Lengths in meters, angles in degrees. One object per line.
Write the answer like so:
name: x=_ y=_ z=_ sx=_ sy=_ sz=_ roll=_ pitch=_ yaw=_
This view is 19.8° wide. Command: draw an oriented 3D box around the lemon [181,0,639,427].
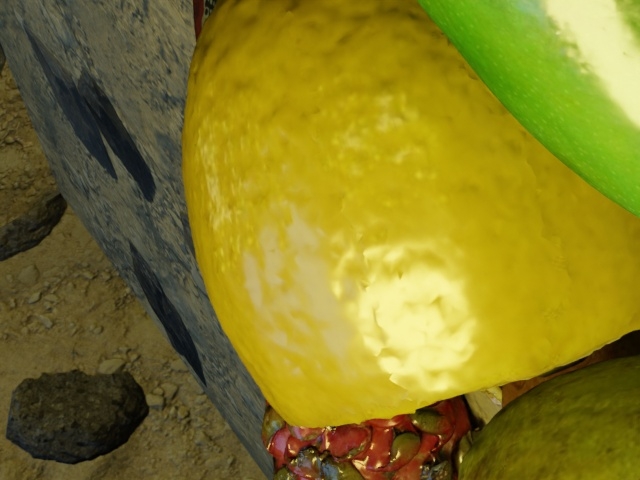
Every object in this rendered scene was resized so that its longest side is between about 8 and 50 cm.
lemon: x=0.066 y=-0.065 z=1.202 sx=0.364 sy=0.364 sz=0.364 roll=54 pitch=166 yaw=20

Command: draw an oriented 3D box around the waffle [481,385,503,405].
waffle: x=0.098 y=0.078 z=1.786 sx=0.245 sy=0.052 sz=0.254 roll=32 pitch=-173 yaw=-13

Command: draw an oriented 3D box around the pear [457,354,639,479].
pear: x=0.267 y=0.242 z=1.112 sx=0.413 sy=0.352 sz=0.352 roll=18 pitch=144 yaw=32

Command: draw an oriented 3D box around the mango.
mango: x=0.156 y=-0.154 z=0.958 sx=0.382 sy=0.201 sz=0.225 roll=56 pitch=142 yaw=3

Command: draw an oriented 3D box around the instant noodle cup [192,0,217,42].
instant noodle cup: x=-0.034 y=-0.256 z=1.567 sx=0.274 sy=0.090 sz=0.274 roll=-178 pitch=90 yaw=-72

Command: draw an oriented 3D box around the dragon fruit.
dragon fruit: x=0.050 y=0.220 z=2.102 sx=0.291 sy=0.250 sz=0.269 roll=61 pitch=-173 yaw=-33

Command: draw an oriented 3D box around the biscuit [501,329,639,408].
biscuit: x=0.208 y=0.079 z=1.374 sx=0.208 sy=0.041 sz=0.290 roll=-25 pitch=63 yaw=55
